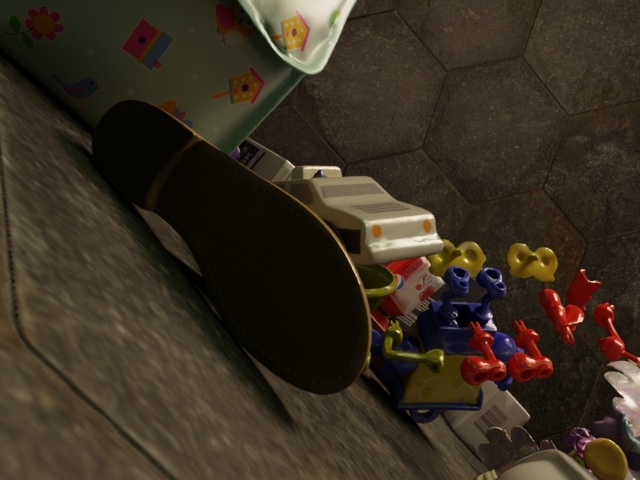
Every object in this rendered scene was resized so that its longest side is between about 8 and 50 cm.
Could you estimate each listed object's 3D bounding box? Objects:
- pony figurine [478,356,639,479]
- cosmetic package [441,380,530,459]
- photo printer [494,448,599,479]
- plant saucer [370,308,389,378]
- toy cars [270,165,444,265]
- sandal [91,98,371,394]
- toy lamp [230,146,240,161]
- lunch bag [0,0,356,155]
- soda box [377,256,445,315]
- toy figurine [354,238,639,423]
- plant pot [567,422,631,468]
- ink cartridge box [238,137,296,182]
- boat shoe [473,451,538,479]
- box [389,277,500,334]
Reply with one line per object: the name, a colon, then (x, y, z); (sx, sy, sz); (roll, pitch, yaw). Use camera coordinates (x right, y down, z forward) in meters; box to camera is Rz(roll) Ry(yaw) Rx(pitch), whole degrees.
pony figurine: (0.390, 0.315, 0.782); (0.351, 0.303, 0.363); (60, 4, 31)
cosmetic package: (0.273, 0.285, 1.185); (0.085, 0.117, 0.231); (48, 3, -10)
photo printer: (0.193, 0.250, 0.346); (0.256, 0.107, 0.307); (49, 2, 8)
plant saucer: (0.067, 0.122, 0.954); (0.259, 0.048, 0.258); (49, 3, 21)
toy cars: (-0.001, -0.033, 0.624); (0.393, 0.176, 0.087); (-104, -169, -86)
sandal: (-0.048, -0.003, 0.433); (0.240, 0.088, 0.079); (43, 7, 16)
toy lamp: (-0.171, -0.146, 0.757); (0.080, 0.080, 0.275); (49, 5, 23)
lunch bag: (-0.109, -0.205, 0.528); (0.223, 0.262, 0.160); (47, 2, -38)
soda box: (0.112, 0.074, 1.134); (0.083, 0.092, 0.263); (53, -14, -3)
toy figurine: (0.118, 0.140, 0.699); (0.363, 0.217, 0.191); (2, 36, -15)
plant pot: (0.750, 0.659, 1.428); (0.366, 0.366, 0.353); (46, 15, -32)
ink cartridge box: (-0.078, -0.089, 0.971); (0.165, 0.065, 0.333); (39, -2, -34)
boat shoe: (0.240, 0.297, 0.611); (0.103, 0.092, 0.285); (47, 2, -17)
box: (0.220, 0.162, 1.115); (0.093, 0.158, 0.156); (34, -28, 50)
